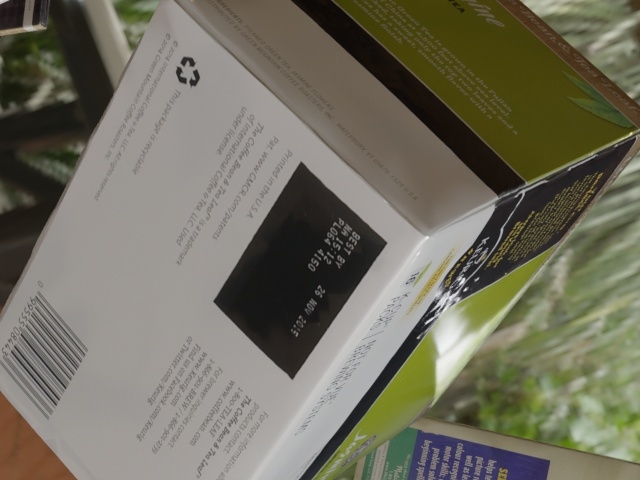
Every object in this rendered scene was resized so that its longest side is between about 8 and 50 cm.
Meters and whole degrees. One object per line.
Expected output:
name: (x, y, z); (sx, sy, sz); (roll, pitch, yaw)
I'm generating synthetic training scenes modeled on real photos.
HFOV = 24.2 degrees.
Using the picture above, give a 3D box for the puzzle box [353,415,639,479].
puzzle box: (0.131, 0.360, 1.236); (0.052, 0.272, 0.409); (22, 80, -66)

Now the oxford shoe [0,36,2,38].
oxford shoe: (-0.439, -0.242, 1.762); (0.097, 0.271, 0.098); (25, 17, -42)

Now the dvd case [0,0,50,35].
dvd case: (-0.385, -0.297, 1.646); (0.018, 0.221, 0.164); (31, 59, -59)

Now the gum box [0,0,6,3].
gum box: (-0.070, -0.142, 0.522); (0.107, 0.188, 0.062); (-117, -177, -70)

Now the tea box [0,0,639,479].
tea box: (0.000, 0.000, 1.011); (0.220, 0.329, 0.323); (45, 34, 17)
